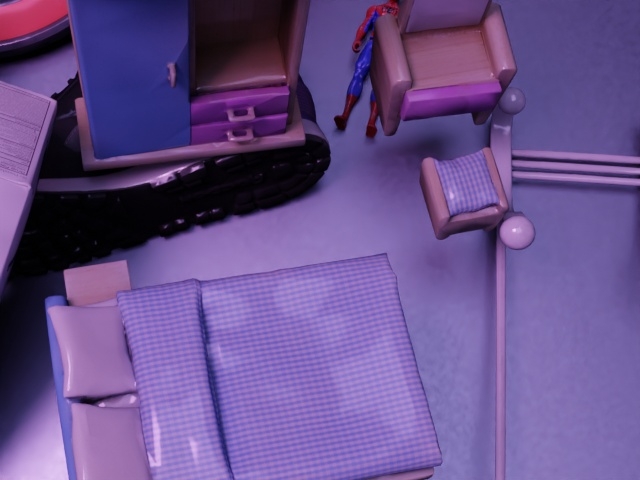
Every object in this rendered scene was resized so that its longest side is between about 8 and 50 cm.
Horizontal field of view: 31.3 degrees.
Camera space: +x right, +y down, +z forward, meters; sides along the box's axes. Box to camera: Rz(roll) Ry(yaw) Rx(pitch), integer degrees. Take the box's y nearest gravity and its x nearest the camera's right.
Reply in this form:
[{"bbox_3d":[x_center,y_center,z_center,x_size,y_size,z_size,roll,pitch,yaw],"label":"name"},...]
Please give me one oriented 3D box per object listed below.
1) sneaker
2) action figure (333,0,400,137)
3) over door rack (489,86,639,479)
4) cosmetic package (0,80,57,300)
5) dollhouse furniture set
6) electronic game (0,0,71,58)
[{"bbox_3d":[-0.145,-0.066,0.762,0.283,0.107,0.124,-14,65,-12],"label":"sneaker"},{"bbox_3d":[0.041,-0.132,0.811,0.038,0.030,0.115,14,73,8],"label":"action figure"},{"bbox_3d":[0.224,0.057,0.721,0.240,0.108,0.324,4,75,1],"label":"over door rack"},{"bbox_3d":[-0.214,0.033,0.649,0.060,0.239,0.099,19,31,-13],"label":"cosmetic package"},{"bbox_3d":[0.000,0.000,0.579,0.286,0.198,0.303,-8,68,-9],"label":"dollhouse furniture set"},{"bbox_3d":[-0.243,-0.237,0.822,0.229,0.048,0.229,0,74,-1],"label":"electronic game"}]
